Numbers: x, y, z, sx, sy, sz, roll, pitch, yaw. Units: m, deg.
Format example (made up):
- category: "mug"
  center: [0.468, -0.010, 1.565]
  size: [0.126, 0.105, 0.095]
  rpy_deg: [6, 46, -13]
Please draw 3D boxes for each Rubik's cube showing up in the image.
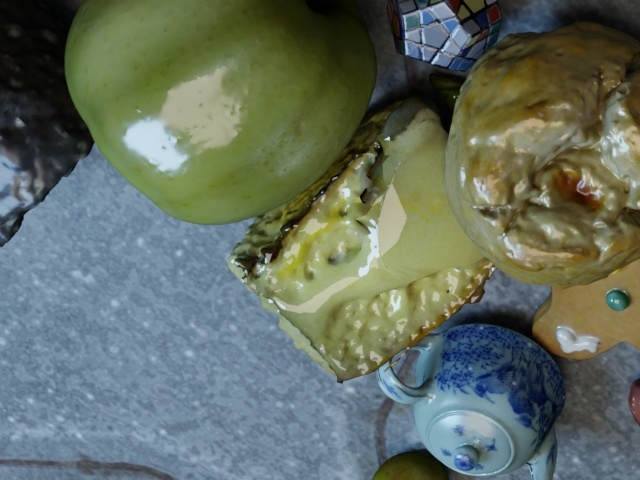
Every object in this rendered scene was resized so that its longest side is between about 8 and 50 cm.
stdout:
- category: "Rubik's cube"
  center: [0.111, -0.205, 1.573]
  size: [0.111, 0.093, 0.111]
  rpy_deg: [9, 125, 12]

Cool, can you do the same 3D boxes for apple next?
- category: "apple"
  center: [0.098, 0.276, 1.891]
  size: [0.090, 0.074, 0.089]
  rpy_deg: [9, 125, 12]
- category: "apple"
  center: [-0.095, -0.155, 1.578]
  size: [0.279, 0.279, 0.279]
  rpy_deg: [7, 123, 11]

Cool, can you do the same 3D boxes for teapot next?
- category: "teapot"
  center: [0.158, 0.176, 1.761]
  size: [0.232, 0.159, 0.159]
  rpy_deg: [37, 124, -8]

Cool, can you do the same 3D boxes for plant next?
- category: "plant"
  center: [-0.361, -0.158, 1.665]
  size: [0.312, 0.213, 0.215]
  rpy_deg: [43, 125, -12]

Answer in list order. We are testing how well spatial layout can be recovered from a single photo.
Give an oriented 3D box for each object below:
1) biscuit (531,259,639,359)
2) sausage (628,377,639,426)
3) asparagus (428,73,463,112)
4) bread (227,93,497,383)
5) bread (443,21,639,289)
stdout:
- category: "biscuit"
  center: [0.272, -0.019, 1.673]
  size: [0.216, 0.047, 0.339]
  rpy_deg: [-1, 121, 15]
- category: "sausage"
  center: [0.359, 0.166, 1.757]
  size: [0.094, 0.059, 0.054]
  rpy_deg: [2, 109, 20]
- category: "asparagus"
  center: [0.186, -0.075, 1.629]
  size: [0.236, 0.034, 0.027]
  rpy_deg: [45, 150, 2]
- category: "bread"
  center: [0.059, -0.004, 1.679]
  size: [0.262, 0.162, 0.204]
  rpy_deg: [-39, 104, 9]
- category: "bread"
  center: [0.220, -0.074, 1.540]
  size: [0.244, 0.134, 0.244]
  rpy_deg: [1, 103, 3]
